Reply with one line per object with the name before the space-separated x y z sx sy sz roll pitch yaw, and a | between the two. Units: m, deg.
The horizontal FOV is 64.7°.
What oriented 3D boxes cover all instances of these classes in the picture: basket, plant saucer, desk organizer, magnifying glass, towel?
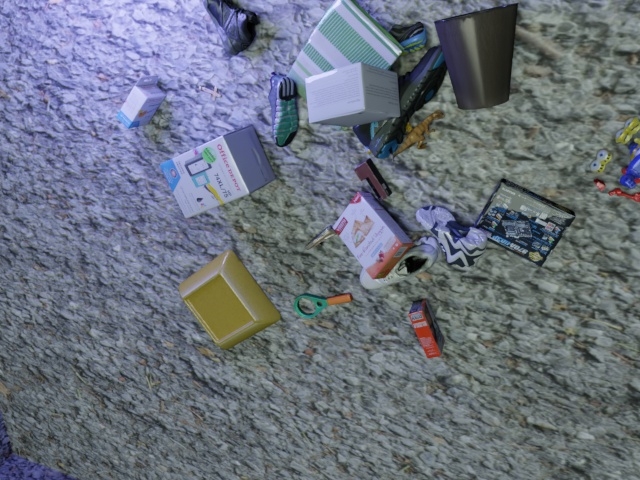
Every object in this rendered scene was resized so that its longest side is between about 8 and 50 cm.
basket | 0.405 -0.459 1.281 0.205 0.154 0.226 -12 112 4
plant saucer | -0.369 0.248 1.926 0.333 0.081 0.332 -33 96 29
desk organizer | 0.161 -0.183 1.551 0.050 0.047 0.130 -30 97 32
magnifying glass | 0.006 0.222 1.791 0.231 0.026 0.092 -15 104 26
towel | 0.060 -0.494 1.430 0.248 0.038 0.325 45 136 1

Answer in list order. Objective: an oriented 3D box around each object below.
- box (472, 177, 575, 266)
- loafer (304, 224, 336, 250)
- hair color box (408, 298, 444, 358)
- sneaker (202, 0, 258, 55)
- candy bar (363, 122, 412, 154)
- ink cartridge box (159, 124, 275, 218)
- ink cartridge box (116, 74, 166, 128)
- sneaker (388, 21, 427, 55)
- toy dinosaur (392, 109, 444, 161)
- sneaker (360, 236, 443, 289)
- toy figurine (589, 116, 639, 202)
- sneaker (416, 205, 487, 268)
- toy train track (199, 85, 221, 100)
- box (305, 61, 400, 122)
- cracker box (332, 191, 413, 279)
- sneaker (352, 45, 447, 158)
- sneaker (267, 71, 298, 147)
box | 0.571 -0.050 1.431 0.220 0.051 0.175 27 119 10
loafer | 0.000 0.000 1.694 0.039 0.045 0.125 46 118 -8
hair color box | 0.345 0.284 1.636 0.053 0.093 0.167 -20 102 27
sneaker | -0.265 -0.685 1.503 0.130 0.087 0.227 -20 105 26
candy bar | 0.195 -0.307 1.502 0.162 0.018 0.040 -27 95 29
ink cartridge box | -0.330 -0.225 1.649 0.270 0.197 0.198 -18 103 27
ink cartridge box | -0.600 -0.470 1.715 0.061 0.104 0.181 46 120 0
sneaker | 0.202 -0.546 1.384 0.188 0.067 0.078 -6 76 33
toy dinosaur | 0.259 -0.287 1.425 0.064 0.112 0.211 41 85 23
sneaker | 0.239 0.084 1.587 0.292 0.118 0.110 -29 99 31
toy figurine | 0.816 -0.218 1.167 0.191 0.217 0.362 36 120 5
sneaker | 0.381 0.004 1.506 0.235 0.094 0.153 29 143 31
toy train track | -0.366 -0.490 1.662 0.083 0.014 0.048 25 118 12
box | 0.086 -0.373 1.320 0.182 0.181 0.119 -2 95 38
cracker box | 0.156 -0.017 1.552 0.232 0.067 0.155 54 125 30
sneaker | 0.215 -0.398 1.398 0.139 0.125 0.340 46 113 22
sneaker | -0.124 -0.408 1.577 0.098 0.083 0.223 43 137 41
